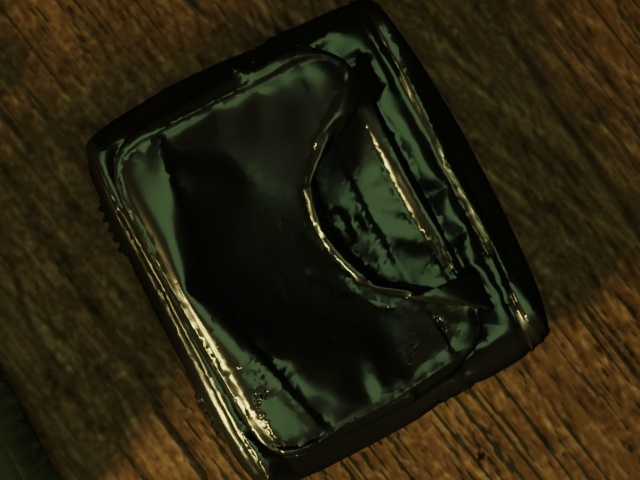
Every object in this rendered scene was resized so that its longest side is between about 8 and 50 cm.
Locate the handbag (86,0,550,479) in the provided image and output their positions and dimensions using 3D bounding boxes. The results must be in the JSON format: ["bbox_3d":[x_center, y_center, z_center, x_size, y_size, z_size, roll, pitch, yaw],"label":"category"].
[{"bbox_3d":[0.000,0.000,0.926,0.244,0.088,0.275,-27,89,-8],"label":"handbag"}]

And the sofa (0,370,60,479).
[{"bbox_3d":[-0.322,0.148,0.898,0.225,0.176,0.210,-30,90,24],"label":"sofa"}]
